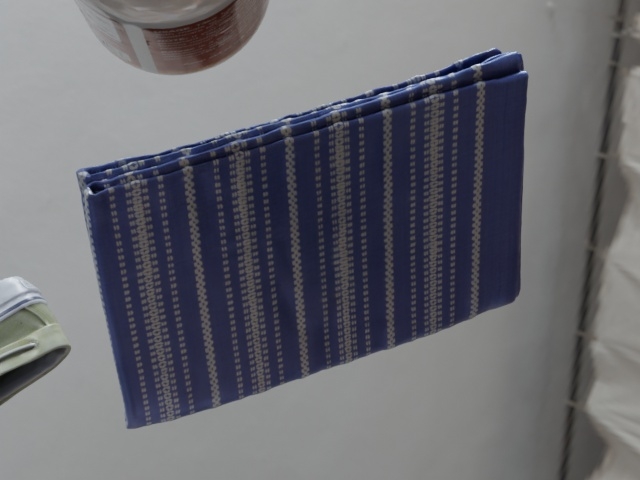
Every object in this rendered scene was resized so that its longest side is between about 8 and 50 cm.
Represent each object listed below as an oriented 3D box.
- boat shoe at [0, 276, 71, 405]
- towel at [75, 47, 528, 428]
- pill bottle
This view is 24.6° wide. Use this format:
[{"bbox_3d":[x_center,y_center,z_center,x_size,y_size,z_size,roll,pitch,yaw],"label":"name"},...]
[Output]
[{"bbox_3d":[-0.378,0.154,1.406,0.302,0.094,0.109,-40,-21,-12],"label":"boat shoe"},{"bbox_3d":[0.000,0.000,1.073,0.336,0.040,0.243,-17,-49,-15],"label":"towel"},{"bbox_3d":[-0.086,-0.167,0.806,0.216,0.121,0.121,123,172,-85],"label":"pill bottle"}]
